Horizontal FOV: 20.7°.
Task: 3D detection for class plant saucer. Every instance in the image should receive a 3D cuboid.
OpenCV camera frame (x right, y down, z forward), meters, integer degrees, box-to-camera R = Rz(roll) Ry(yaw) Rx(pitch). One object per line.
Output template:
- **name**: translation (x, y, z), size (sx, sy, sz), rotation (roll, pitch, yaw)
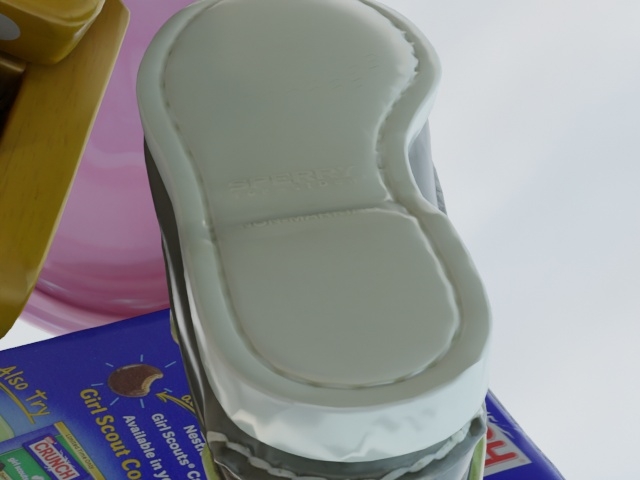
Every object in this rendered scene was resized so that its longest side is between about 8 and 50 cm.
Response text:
- **plant saucer**: translation (-0.121, -0.095, 1.141), size (0.332, 0.332, 0.084), rotation (-56, -161, -13)

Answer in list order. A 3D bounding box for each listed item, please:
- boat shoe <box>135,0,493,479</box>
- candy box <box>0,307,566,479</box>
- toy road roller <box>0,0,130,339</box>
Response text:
- **boat shoe**: translation (-0.005, 0.000, 0.594), size (0.109, 0.091, 0.305), rotation (-4, -149, -4)
- **candy box**: translation (-0.055, 0.154, 0.817), size (0.317, 0.122, 0.268), rotation (-14, -143, -21)
- **toy road roller**: translation (-0.162, -0.140, 0.706), size (0.240, 0.202, 0.329), rotation (-38, -148, 61)
